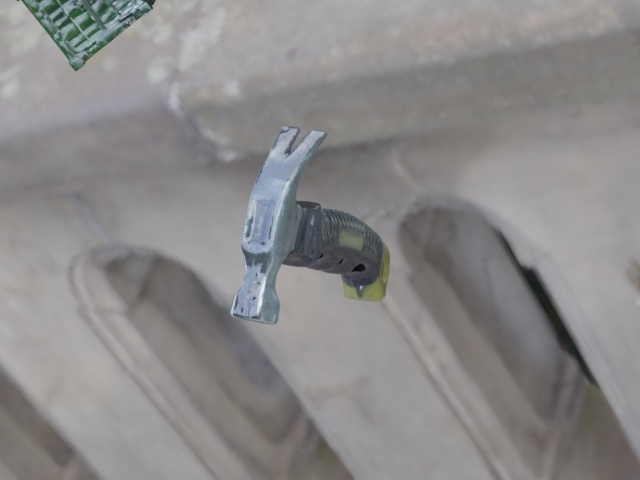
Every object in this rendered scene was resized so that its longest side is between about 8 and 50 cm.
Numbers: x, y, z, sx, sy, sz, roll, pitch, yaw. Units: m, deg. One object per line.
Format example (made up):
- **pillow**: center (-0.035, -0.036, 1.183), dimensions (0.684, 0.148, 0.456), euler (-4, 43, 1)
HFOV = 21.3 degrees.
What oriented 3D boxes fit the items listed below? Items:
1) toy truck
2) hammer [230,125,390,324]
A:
- **toy truck**: center (-0.193, -0.235, 1.392), dimensions (0.088, 0.121, 0.259), euler (-36, 15, 10)
- **hammer**: center (0.000, 0.000, 1.395), dimensions (0.041, 0.226, 0.159), euler (10, 85, 26)
